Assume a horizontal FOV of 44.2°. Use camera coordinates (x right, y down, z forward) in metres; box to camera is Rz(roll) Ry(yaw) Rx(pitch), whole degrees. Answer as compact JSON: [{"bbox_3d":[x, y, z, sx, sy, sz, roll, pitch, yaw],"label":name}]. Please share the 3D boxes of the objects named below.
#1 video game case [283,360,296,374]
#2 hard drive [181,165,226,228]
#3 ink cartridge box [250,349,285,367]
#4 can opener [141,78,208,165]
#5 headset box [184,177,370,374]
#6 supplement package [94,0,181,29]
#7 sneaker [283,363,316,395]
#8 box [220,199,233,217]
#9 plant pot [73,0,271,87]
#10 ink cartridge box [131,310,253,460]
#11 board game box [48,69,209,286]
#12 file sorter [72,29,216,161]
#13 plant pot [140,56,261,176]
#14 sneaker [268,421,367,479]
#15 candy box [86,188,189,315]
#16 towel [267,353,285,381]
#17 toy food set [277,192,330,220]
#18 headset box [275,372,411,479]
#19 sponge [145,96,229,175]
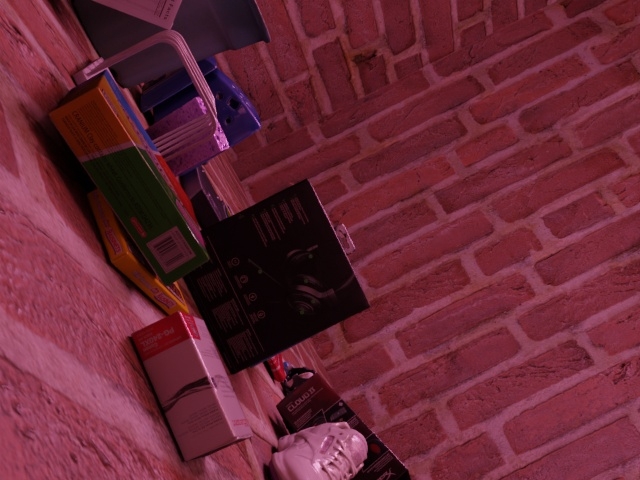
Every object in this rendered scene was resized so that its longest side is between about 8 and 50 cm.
[{"bbox_3d":[-0.063,0.392,2.149,0.119,0.015,0.166,64,0,15],"label":"video game case"},{"bbox_3d":[-0.282,-0.098,1.927,0.172,0.054,0.255,64,-1,-26],"label":"hard drive"},{"bbox_3d":[-0.113,0.076,1.583,0.270,0.197,0.198,63,0,-5],"label":"ink cartridge box"},{"bbox_3d":[-0.380,-0.317,2.062,0.095,0.076,0.283,-116,-179,-50],"label":"can opener"},{"bbox_3d":[-0.076,0.054,1.368,0.246,0.283,0.131,63,0,-1],"label":"headset box"},{"bbox_3d":[-0.360,-0.493,1.381,0.244,0.139,0.134,16,28,-29],"label":"supplement package"},{"bbox_3d":[-0.023,0.382,1.846,0.153,0.094,0.235,62,1,-43],"label":"sneaker"},{"bbox_3d":[-0.246,-0.022,2.123,0.169,0.054,0.059,64,0,22],"label":"box"},{"bbox_3d":[-0.329,-0.509,1.678,0.341,0.334,0.341,64,-1,2],"label":"plant pot"},{"bbox_3d":[-0.139,0.163,0.874,0.150,0.063,0.109,64,-1,13],"label":"ink cartridge box"},{"bbox_3d":[-0.250,-0.098,1.045,0.242,0.064,0.316,60,-3,-21],"label":"board game box"},{"bbox_3d":[-0.288,-0.250,1.369,0.193,0.173,0.278,63,0,-19],"label":"file sorter"},{"bbox_3d":[-0.299,-0.319,1.893,0.212,0.236,0.236,57,2,-20],"label":"plant pot"},{"bbox_3d":[0.001,0.355,1.263,0.305,0.152,0.114,-106,172,-85],"label":"sneaker"},{"bbox_3d":[-0.231,0.022,1.011,0.105,0.027,0.206,59,-3,27],"label":"candy box"},{"bbox_3d":[-0.156,0.182,1.821,0.275,0.031,0.199,63,-1,-15],"label":"towel"},{"bbox_3d":[0.000,0.000,1.525,0.218,0.071,0.128,62,1,-19],"label":"toy food set"},{"bbox_3d":[0.043,0.406,1.514,0.293,0.110,0.218,42,-18,34],"label":"headset box"},{"bbox_3d":[-0.277,-0.208,1.612,0.210,0.031,0.117,-18,-81,46],"label":"sponge"}]
